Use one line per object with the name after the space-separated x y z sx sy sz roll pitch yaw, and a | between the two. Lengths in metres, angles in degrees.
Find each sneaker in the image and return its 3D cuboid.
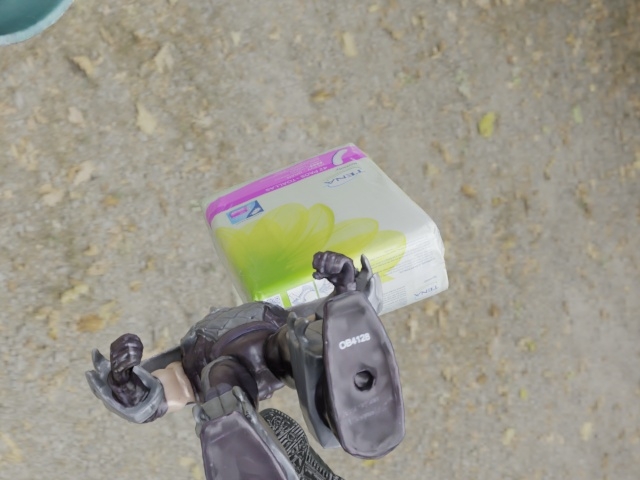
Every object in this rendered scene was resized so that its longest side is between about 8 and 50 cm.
-0.010 0.251 1.055 0.170 0.089 0.051 44 68 12 | sneaker

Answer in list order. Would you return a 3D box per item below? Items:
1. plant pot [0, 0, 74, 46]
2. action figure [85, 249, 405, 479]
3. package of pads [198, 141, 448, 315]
-0.231 -0.225 0.414 0.293 0.196 0.293 1 90 -77 | plant pot
-0.036 0.070 0.589 0.185 0.285 0.099 -30 102 -10 | action figure
0.000 0.000 1.222 0.229 0.296 0.101 -21 120 -9 | package of pads
